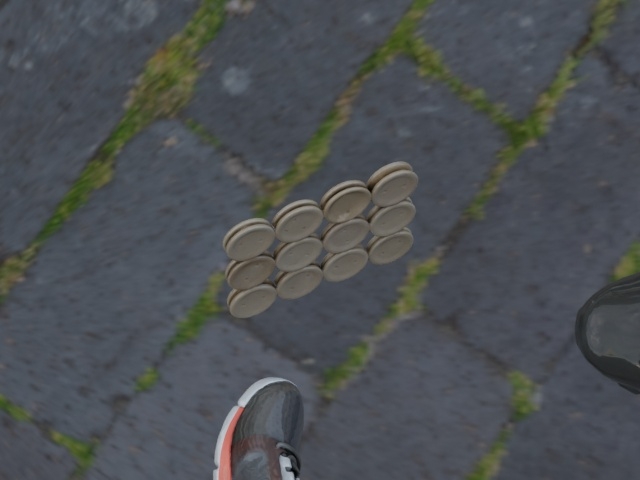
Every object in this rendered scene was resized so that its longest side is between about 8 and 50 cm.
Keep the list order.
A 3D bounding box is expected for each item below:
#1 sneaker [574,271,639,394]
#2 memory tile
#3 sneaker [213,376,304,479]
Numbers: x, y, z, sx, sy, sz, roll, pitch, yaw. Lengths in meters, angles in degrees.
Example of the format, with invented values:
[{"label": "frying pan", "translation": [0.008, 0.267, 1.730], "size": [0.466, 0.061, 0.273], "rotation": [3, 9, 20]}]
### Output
[{"label": "sneaker", "translation": [0.298, 0.056, 1.235], "size": [0.286, 0.130, 0.109], "rotation": [1, 78, 26]}, {"label": "memory tile", "translation": [0.000, 0.000, 1.354], "size": [0.148, 0.113, 0.012], "rotation": [-20, 58, -12]}, {"label": "sneaker", "translation": [-0.024, 0.146, 1.045], "size": [0.061, 0.064, 0.158], "rotation": [46, 47, -42]}]
